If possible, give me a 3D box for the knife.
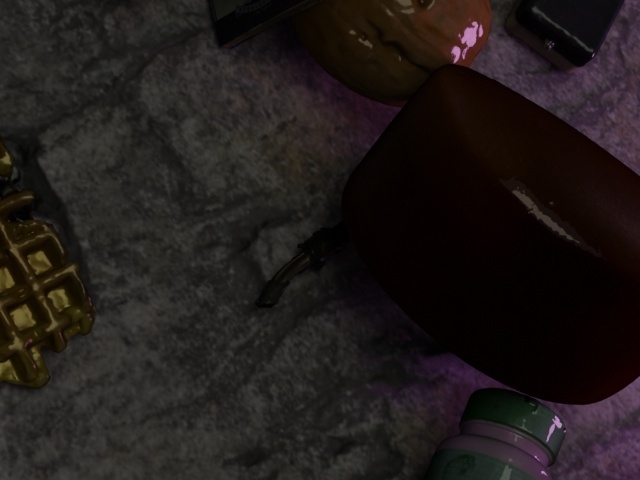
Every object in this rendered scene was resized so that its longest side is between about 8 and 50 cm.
[{"bbox_3d":[0.005,0.004,1.877,0.045,0.021,0.222,44,59,-7],"label":"knife"}]

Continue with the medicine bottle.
[{"bbox_3d":[0.156,0.289,1.799,0.133,0.133,0.274,31,66,-13],"label":"medicine bottle"}]

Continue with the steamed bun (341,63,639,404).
[{"bbox_3d":[0.214,0.010,1.808,0.379,0.235,0.248,35,28,-12],"label":"steamed bun"}]

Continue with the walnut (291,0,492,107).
[{"bbox_3d":[0.074,-0.249,1.891,0.221,0.195,0.195,41,63,-13],"label":"walnut"}]

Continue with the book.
[{"bbox_3d":[-0.073,-0.335,1.865,0.026,0.157,0.231,0,74,-45],"label":"book"}]

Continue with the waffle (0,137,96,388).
[{"bbox_3d":[-0.351,0.003,1.699,0.309,0.065,0.283,20,69,-18],"label":"waffle"}]

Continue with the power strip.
[{"bbox_3d":[0.309,-0.315,2.077,0.105,0.070,0.257,34,63,-9],"label":"power strip"}]
